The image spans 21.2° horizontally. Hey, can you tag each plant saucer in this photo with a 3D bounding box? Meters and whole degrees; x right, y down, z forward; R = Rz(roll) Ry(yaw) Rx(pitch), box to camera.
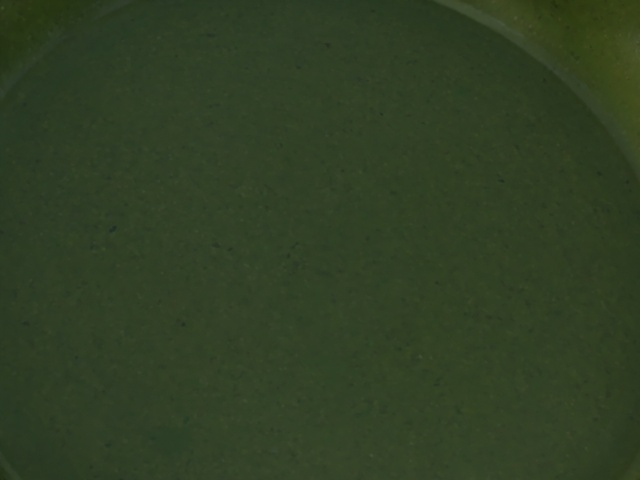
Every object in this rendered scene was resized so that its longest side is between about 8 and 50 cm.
[{"bbox_3d":[0.000,0.000,0.441,0.241,0.037,0.241,4,-121,-7],"label":"plant saucer"}]
